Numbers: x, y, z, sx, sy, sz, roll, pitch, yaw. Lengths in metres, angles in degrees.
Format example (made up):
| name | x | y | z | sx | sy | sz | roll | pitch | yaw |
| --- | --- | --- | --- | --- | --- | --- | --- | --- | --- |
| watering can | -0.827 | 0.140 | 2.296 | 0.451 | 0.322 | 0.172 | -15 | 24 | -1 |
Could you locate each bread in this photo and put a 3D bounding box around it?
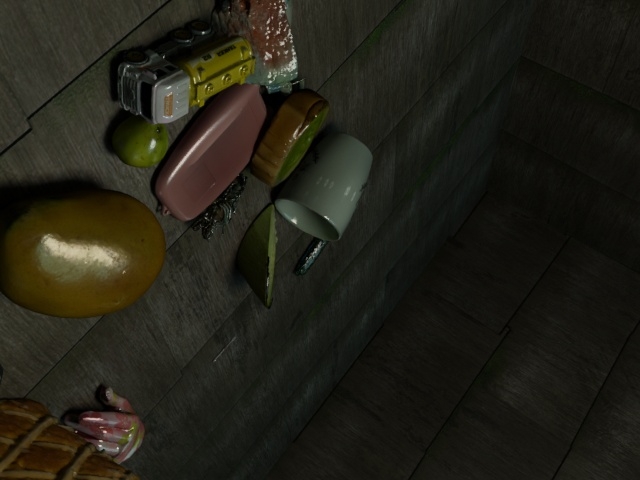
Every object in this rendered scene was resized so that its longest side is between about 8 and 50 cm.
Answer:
| name | x | y | z | sx | sy | sz | roll | pitch | yaw |
| --- | --- | --- | --- | --- | --- | --- | --- | --- | --- |
| bread | -0.508 | 0.458 | 1.179 | 0.279 | 0.371 | 0.390 | -61 | 164 | -4 |
| bread | -0.064 | -0.221 | 1.566 | 0.236 | 0.070 | 0.236 | -55 | 177 | -4 |

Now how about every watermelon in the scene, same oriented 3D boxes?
| name | x | y | z | sx | sy | sz | roll | pitch | yaw |
| --- | --- | --- | --- | --- | --- | --- | --- | --- | --- |
| watermelon | -0.118 | -0.379 | 1.233 | 0.094 | 0.154 | 0.241 | -40 | 141 | -41 |

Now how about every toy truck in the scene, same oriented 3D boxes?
| name | x | y | z | sx | sy | sz | roll | pitch | yaw |
| --- | --- | --- | --- | --- | --- | --- | --- | --- | --- |
| toy truck | -0.211 | -0.269 | 1.167 | 0.227 | 0.114 | 0.098 | -40 | 154 | -40 |

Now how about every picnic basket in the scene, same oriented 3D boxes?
| name | x | y | z | sx | sy | sz | roll | pitch | yaw |
| --- | --- | --- | --- | --- | --- | --- | --- | --- | --- |
| picnic basket | -0.080 | -0.332 | 1.474 | 0.083 | 0.065 | 0.083 | -32 | 151 | -8 |

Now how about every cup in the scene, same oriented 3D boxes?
| name | x | y | z | sx | sy | sz | roll | pitch | yaw |
| --- | --- | --- | --- | --- | --- | --- | --- | --- | --- |
| cup | 0.008 | -0.136 | 1.851 | 0.234 | 0.186 | 0.258 | -60 | -168 | -19 |

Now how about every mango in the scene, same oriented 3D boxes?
| name | x | y | z | sx | sy | sz | roll | pitch | yaw |
| --- | --- | --- | --- | --- | --- | --- | --- | --- | --- |
| mango | -0.377 | 0.019 | 1.132 | 0.317 | 0.173 | 0.211 | 8 | 112 | -62 |

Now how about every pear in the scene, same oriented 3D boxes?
| name | x | y | z | sx | sy | sz | roll | pitch | yaw |
| --- | --- | --- | --- | --- | --- | --- | --- | --- | --- |
| pear | -0.289 | -0.162 | 1.182 | 0.092 | 0.092 | 0.097 | -39 | 172 | -41 |

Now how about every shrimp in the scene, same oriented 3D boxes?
| name | x | y | z | sx | sy | sz | roll | pitch | yaw |
| --- | --- | --- | --- | --- | --- | --- | --- | --- | --- |
| shrimp | -0.204 | -0.065 | 1.545 | 0.174 | 0.082 | 0.076 | -56 | 157 | -26 |

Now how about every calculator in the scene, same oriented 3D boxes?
| name | x | y | z | sx | sy | sz | roll | pitch | yaw |
| --- | --- | --- | --- | --- | --- | --- | --- | --- | --- |
| calculator | -0.203 | -0.173 | 1.431 | 0.330 | 0.048 | 0.220 | -52 | 162 | -11 |

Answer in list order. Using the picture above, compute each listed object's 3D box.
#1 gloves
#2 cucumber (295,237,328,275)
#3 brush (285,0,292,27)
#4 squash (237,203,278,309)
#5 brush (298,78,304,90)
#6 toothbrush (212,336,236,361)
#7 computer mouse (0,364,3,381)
| name | x | y | z | sx | sy | sz | roll | pitch | yaw |
| --- | --- | --- | --- | --- | --- | --- | --- | --- | --- |
| gloves | -0.461 | 0.412 | 1.593 | 0.145 | 0.126 | 0.241 | -49 | 167 | -11 |
| cucumber | 0.001 | 0.001 | 2.178 | 0.257 | 0.043 | 0.044 | -55 | 155 | -4 |
| brush | -0.075 | -0.451 | 1.299 | 0.068 | 0.060 | 0.297 | -42 | 155 | -32 |
| squash | -0.124 | 0.065 | 1.823 | 0.204 | 0.155 | 0.237 | -46 | 155 | -27 |
| brush | -0.044 | -0.324 | 1.633 | 0.016 | 0.013 | 0.084 | -35 | 143 | -34 |
| toothbrush | -0.270 | 0.306 | 2.043 | 0.097 | 0.006 | 0.008 | -47 | 162 | -27 |
| computer mouse | -0.557 | 0.206 | 1.159 | 0.079 | 0.047 | 0.135 | -54 | 152 | -47 |
